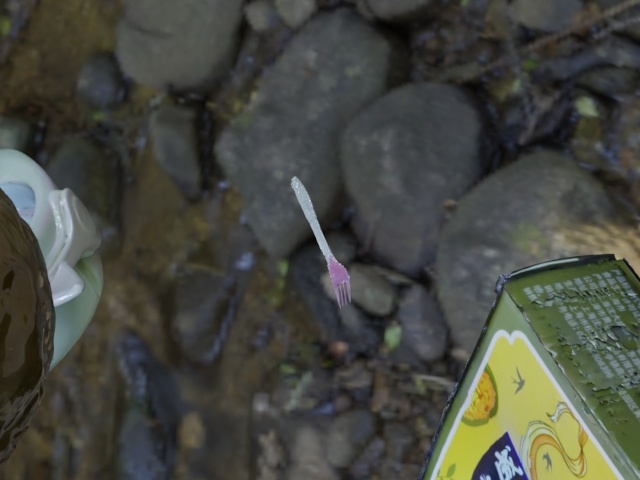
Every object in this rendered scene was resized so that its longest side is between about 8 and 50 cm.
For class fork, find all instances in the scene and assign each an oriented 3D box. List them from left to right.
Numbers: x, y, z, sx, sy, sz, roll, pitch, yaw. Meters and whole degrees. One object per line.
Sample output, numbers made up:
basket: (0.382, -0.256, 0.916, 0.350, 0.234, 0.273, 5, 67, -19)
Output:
fork: (0.001, 0.000, 1.112, 0.016, 0.012, 0.115, -31, 64, 16)

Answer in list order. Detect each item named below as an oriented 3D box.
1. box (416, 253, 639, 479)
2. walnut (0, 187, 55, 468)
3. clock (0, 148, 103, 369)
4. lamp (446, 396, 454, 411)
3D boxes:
box: (0.254, 0.285, 1.273, 0.420, 0.138, 0.373, 59, 150, 36)
walnut: (-0.295, 0.062, 0.793, 0.333, 0.333, 0.333, -12, 73, 44)
clock: (-0.317, 0.053, 1.334, 0.265, 0.108, 0.324, -42, 32, -14)
lamp: (0.220, 0.296, 1.840, 0.172, 0.147, 0.227, 102, 150, -82)
